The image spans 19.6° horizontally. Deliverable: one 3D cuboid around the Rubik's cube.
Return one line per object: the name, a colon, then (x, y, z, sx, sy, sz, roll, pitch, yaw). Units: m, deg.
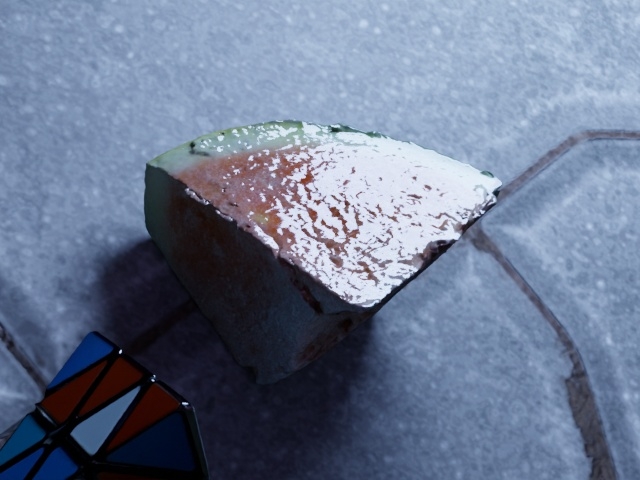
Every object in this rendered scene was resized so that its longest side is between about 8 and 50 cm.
Rubik's cube: (-0.146, 0.147, 1.479, 0.284, 0.234, 0.250, 15, 58, -20)

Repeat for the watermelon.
watermelon: (0.000, 0.000, 1.660, 0.310, 0.193, 0.231, 9, 60, -23)
